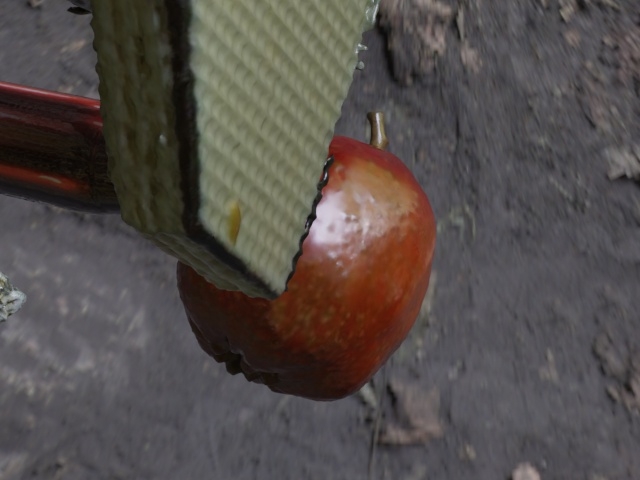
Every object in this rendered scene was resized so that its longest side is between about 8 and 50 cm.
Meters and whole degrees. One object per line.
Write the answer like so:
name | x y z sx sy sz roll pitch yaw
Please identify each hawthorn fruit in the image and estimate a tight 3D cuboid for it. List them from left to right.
hawthorn fruit | 0.000 0.000 1.486 0.205 0.205 0.253 32 76 -6

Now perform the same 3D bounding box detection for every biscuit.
biscuit | -0.020 -0.116 0.670 0.052 0.150 0.252 11 78 26

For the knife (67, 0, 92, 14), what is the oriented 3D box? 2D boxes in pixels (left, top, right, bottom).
knife | -0.180 -0.230 1.591 0.089 0.365 0.043 -8 94 -9

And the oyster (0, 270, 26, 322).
oyster | -0.267 0.054 1.340 0.098 0.037 0.100 50 60 -43

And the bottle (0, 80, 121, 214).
bottle | -0.136 -0.045 0.897 0.164 0.060 0.060 13 107 27
